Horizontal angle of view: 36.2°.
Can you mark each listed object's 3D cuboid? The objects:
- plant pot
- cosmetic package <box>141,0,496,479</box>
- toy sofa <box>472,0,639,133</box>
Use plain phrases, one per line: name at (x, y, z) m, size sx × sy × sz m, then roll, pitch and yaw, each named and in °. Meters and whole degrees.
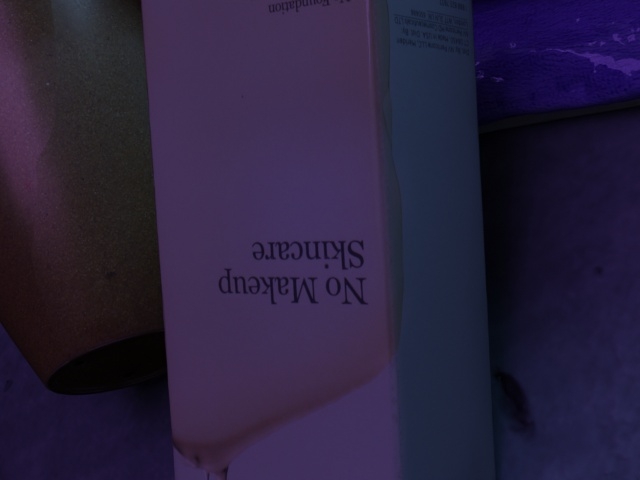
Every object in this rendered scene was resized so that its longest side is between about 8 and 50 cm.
plant pot at (-0.174, -0.025, 0.723) m, size 0.237 × 0.237 × 0.254 m, roll -28°, pitch 69°, yaw 23°
cosmetic package at (0.000, 0.000, 0.552) m, size 0.160 × 0.113 × 0.310 m, roll -2°, pitch 93°, yaw 35°
toy sofa at (0.139, -0.175, 0.590) m, size 0.362 × 0.150 × 0.177 m, roll -5°, pitch 65°, yaw 35°
